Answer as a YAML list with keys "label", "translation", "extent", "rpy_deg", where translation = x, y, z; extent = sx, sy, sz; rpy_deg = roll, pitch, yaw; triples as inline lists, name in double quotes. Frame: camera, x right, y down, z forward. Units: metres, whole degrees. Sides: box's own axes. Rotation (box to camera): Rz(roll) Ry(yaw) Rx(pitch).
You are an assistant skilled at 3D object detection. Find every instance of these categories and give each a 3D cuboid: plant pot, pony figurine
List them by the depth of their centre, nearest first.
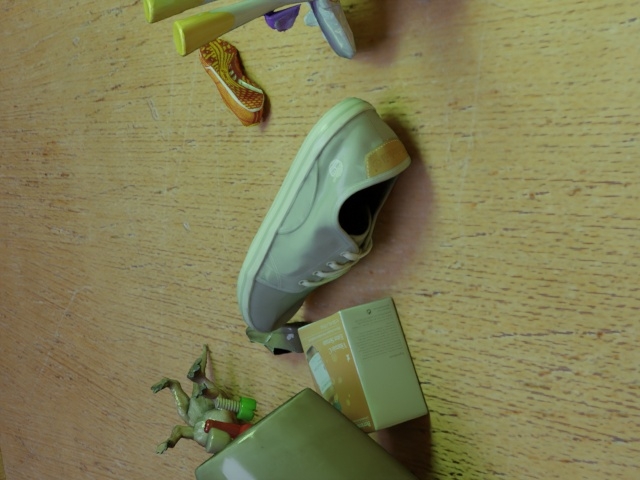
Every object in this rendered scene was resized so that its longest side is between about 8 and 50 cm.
- label: "pony figurine"
  translation: [-0.032, -0.336, 1.583]
  extent: [0.351, 0.363, 0.303]
  rpy_deg: [-133, 33, -62]
- label: "plant pot"
  translation: [-0.010, 0.358, 1.685]
  extent: [0.280, 0.323, 0.323]
  rpy_deg: [54, 145, 3]

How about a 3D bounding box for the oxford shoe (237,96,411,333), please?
- label: "oxford shoe"
  translation: [0.000, 0.000, 1.778]
  extent: [0.130, 0.169, 0.449]
  rpy_deg: [42, 136, 15]

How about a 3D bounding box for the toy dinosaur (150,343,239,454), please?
- label: "toy dinosaur"
  translation: [-0.175, 0.316, 2.202]
  extent: [0.127, 0.200, 0.296]
  rpy_deg: [-41, 32, 12]

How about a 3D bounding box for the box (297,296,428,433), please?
- label: "box"
  translation: [0.057, 0.182, 1.800]
  extent: [0.130, 0.091, 0.170]
  rpy_deg: [-30, 75, 57]

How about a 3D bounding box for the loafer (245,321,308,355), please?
- label: "loafer"
  translation: [-0.069, 0.154, 2.021]
  extent: [0.148, 0.056, 0.050]
  rpy_deg: [-8, 88, 58]

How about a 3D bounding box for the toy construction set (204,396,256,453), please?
- label: "toy construction set"
  translation: [-0.055, 0.377, 1.965]
  extent: [0.309, 0.237, 0.257]
  rpy_deg: [-102, 28, -60]

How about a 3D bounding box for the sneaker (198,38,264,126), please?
- label: "sneaker"
  translation: [-0.144, -0.244, 1.996]
  extent: [0.175, 0.064, 0.067]
  rpy_deg: [61, 154, 29]
